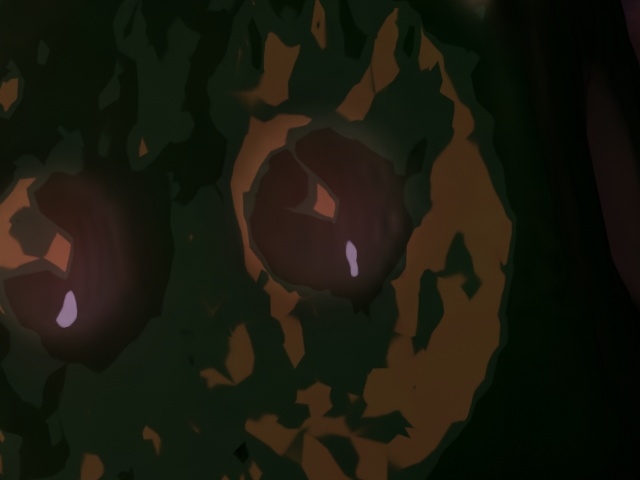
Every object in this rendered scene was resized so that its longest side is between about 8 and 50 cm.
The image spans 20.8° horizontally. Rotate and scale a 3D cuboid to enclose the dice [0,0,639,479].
[{"bbox_3d":[0.000,0.000,0.822,0.300,0.297,0.287,-10,88,21],"label":"dice"}]
